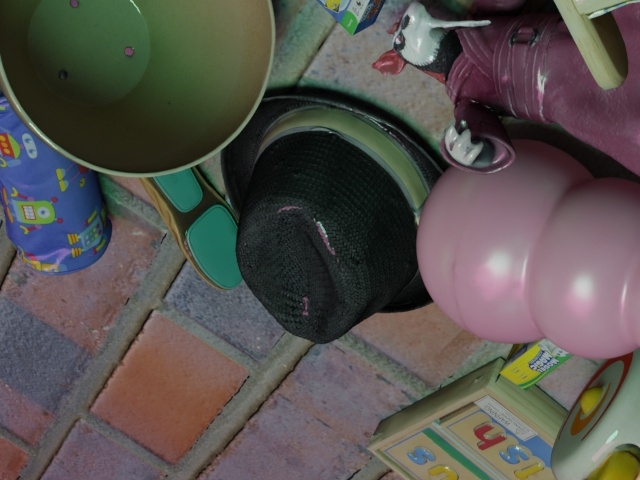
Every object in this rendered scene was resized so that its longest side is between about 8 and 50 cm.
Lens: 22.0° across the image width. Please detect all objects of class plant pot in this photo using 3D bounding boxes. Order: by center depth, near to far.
[{"bbox_3d":[-0.213,-0.206,1.672,0.284,0.284,0.191,46,165,-19],"label":"plant pot"}]

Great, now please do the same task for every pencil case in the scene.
[{"bbox_3d":[-0.342,-0.097,1.964,0.133,0.119,0.306,-6,134,6],"label":"pencil case"}]

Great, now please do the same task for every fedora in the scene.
[{"bbox_3d":[0.000,0.000,1.823,0.334,0.152,0.334,18,141,16],"label":"fedora"}]

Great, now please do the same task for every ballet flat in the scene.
[{"bbox_3d":[-0.157,-0.041,1.963,0.073,0.080,0.232,28,151,53],"label":"ballet flat"}]

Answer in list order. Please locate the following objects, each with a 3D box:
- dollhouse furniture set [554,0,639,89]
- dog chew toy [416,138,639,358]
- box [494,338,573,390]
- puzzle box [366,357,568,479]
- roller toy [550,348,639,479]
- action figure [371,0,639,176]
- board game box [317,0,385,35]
[{"bbox_3d":[0.364,-0.163,1.169,0.362,0.394,0.256,-16,125,27],"label":"dollhouse furniture set"},{"bbox_3d":[0.259,0.021,1.603,0.332,0.206,0.206,17,142,36],"label":"dog chew toy"},{"bbox_3d":[0.259,0.093,1.796,0.043,0.105,0.179,37,143,-7],"label":"box"},{"bbox_3d":[0.286,0.329,2.084,0.409,0.052,0.272,39,142,-11],"label":"puzzle box"},{"bbox_3d":[0.345,0.210,1.794,0.146,0.209,0.191,34,171,-2],"label":"roller toy"},{"bbox_3d":[0.220,-0.170,1.517,0.370,0.248,0.276,13,180,37],"label":"action figure"},{"bbox_3d":[0.026,-0.304,1.527,0.136,0.035,0.201,46,145,14],"label":"board game box"}]
